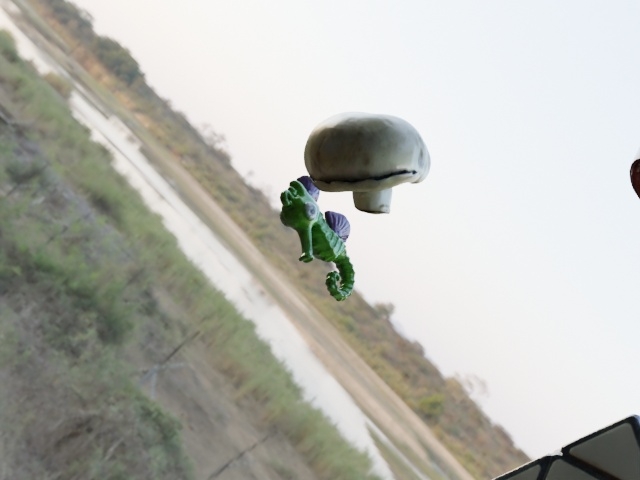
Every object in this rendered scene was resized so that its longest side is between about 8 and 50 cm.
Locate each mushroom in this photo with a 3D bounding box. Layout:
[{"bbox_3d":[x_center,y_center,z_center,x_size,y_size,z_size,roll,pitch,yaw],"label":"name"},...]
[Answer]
[{"bbox_3d":[0.056,-0.089,1.048,0.154,0.154,0.122,-139,-136,-78],"label":"mushroom"}]

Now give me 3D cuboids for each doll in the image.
[{"bbox_3d":[0.000,0.000,1.175,0.050,0.115,0.190,-10,-47,32],"label":"doll"}]

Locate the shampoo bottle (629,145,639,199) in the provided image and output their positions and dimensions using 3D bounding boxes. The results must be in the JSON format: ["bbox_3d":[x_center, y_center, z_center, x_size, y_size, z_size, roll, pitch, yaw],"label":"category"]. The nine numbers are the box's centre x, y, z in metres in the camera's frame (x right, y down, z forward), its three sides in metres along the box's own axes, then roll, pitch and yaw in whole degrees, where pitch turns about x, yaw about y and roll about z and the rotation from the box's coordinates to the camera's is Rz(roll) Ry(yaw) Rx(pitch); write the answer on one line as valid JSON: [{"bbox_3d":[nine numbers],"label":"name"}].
[{"bbox_3d":[0.631,-0.164,1.630,0.118,0.076,0.314,52,41,-8],"label":"shampoo bottle"}]

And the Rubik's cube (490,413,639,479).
[{"bbox_3d":[0.329,0.327,0.944,0.205,0.205,0.207,24,42,-35],"label":"Rubik's cube"}]
